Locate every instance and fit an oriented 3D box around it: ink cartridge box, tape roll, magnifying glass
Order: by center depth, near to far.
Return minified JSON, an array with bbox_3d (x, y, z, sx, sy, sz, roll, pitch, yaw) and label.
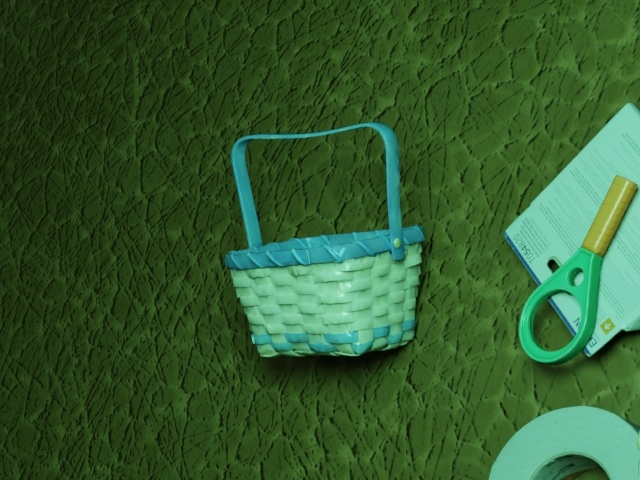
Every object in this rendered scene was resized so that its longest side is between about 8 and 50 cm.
[{"bbox_3d":[0.285,0.293,1.544,0.219,0.072,0.219,-19,59,34],"label":"tape roll"},{"bbox_3d":[0.297,0.034,1.622,0.092,0.026,0.231,31,95,47],"label":"magnifying glass"},{"bbox_3d":[0.345,-0.009,1.646,0.224,0.045,0.223,-47,47,20],"label":"ink cartridge box"}]

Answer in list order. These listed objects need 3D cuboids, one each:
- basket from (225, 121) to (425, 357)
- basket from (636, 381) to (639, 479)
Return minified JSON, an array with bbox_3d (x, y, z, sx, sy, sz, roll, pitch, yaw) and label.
[{"bbox_3d":[0.000,0.000,1.816,0.255,0.201,0.289,-1,102,40],"label":"basket"},{"bbox_3d":[0.444,0.143,1.206,0.331,0.266,0.328,110,174,-53],"label":"basket"}]
